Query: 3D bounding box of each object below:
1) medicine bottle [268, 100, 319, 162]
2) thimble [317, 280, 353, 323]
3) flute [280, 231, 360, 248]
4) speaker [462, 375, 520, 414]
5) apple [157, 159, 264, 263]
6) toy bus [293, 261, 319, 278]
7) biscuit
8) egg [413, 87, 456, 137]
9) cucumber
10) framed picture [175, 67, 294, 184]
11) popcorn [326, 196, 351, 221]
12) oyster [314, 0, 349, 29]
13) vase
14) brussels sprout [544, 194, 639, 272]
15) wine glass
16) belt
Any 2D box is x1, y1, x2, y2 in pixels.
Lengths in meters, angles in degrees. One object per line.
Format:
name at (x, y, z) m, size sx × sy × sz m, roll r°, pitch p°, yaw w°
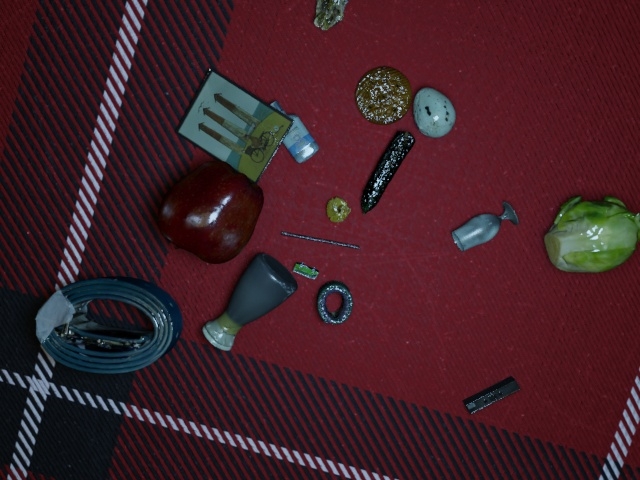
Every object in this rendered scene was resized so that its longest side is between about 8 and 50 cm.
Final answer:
medicine bottle at (-0.095, -0.356, 1.703) m, size 0.090 × 0.054 × 0.208 m, roll -35°, pitch 94°, yaw 6°
thimble at (0.047, 0.204, 1.740) m, size 0.119 × 0.090 × 0.135 m, roll -1°, pitch 96°, yaw 0°
flute at (0.000, 0.000, 1.759) m, size 0.270 × 0.014 × 0.014 m, roll 10°, pitch 95°, yaw -2°
speaker at (0.585, 0.530, 1.798) m, size 0.191 × 0.046 × 0.040 m, roll -27°, pitch 94°, yaw 2°
apple at (-0.335, -0.082, 1.624) m, size 0.288 × 0.288 × 0.317 m, roll 39°, pitch 86°, yaw -4°
toy bus at (-0.048, 0.100, 1.760) m, size 0.083 × 0.031 × 0.037 m, roll 22°, pitch 102°, yaw -2°
biscuit at (0.207, -0.470, 1.707) m, size 0.188 × 0.027 × 0.187 m, roll 0°, pitch 95°, yaw 0°
egg at (0.354, -0.406, 1.665) m, size 0.131 × 0.131 × 0.164 m, roll -34°, pitch 85°, yaw 3°
cucumber at (0.209, -0.218, 1.709) m, size 0.072 × 0.072 × 0.300 m, roll 30°, pitch 94°, yaw -3°
framed picture at (-0.280, -0.367, 1.695) m, size 0.324 × 0.013 × 0.244 m, roll 33°, pitch 99°, yaw 3°
popcorn at (0.059, -0.099, 1.717) m, size 0.084 × 0.084 × 0.084 m, roll 0°, pitch 96°, yaw 0°
oyster at (0.034, -0.740, 1.669) m, size 0.108 × 0.053 × 0.165 m, roll 9°, pitch 89°, yaw -11°
vase at (-0.239, 0.206, 1.709) m, size 0.173 × 0.173 × 0.321 m, roll 43°, pitch 99°, yaw -4°
brussels sprout at (0.853, -0.026, 1.639) m, size 0.294 × 0.259 × 0.227 m, roll -23°, pitch 102°, yaw 1°
wine glass at (0.535, -0.042, 1.719) m, size 0.202 × 0.093 × 0.093 m, roll -27°, pitch 95°, yaw 2°
belt at (-0.677, 0.267, 1.704) m, size 0.437 × 0.173 × 0.300 m, roll 5°, pitch 87°, yaw -4°
